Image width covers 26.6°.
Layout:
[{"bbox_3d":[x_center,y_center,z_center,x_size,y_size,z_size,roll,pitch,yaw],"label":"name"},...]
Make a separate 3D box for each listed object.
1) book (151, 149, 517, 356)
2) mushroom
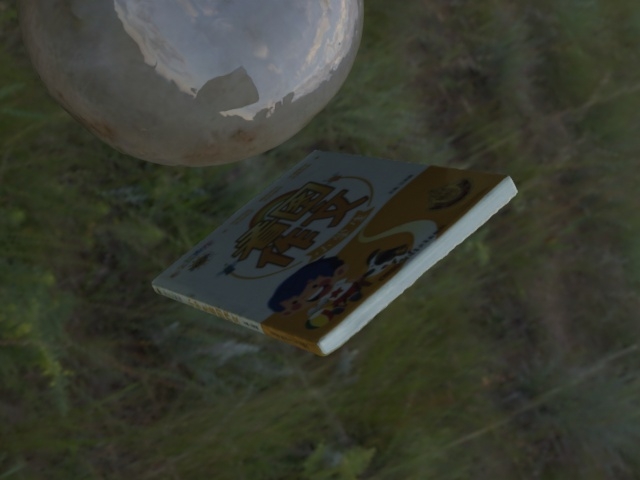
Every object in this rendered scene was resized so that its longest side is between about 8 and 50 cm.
[{"bbox_3d":[0.000,0.000,1.118,0.208,0.295,0.020,-40,115,-20],"label":"book"},{"bbox_3d":[-0.138,-0.242,1.422,0.362,0.294,0.362,4,69,-10],"label":"mushroom"}]
